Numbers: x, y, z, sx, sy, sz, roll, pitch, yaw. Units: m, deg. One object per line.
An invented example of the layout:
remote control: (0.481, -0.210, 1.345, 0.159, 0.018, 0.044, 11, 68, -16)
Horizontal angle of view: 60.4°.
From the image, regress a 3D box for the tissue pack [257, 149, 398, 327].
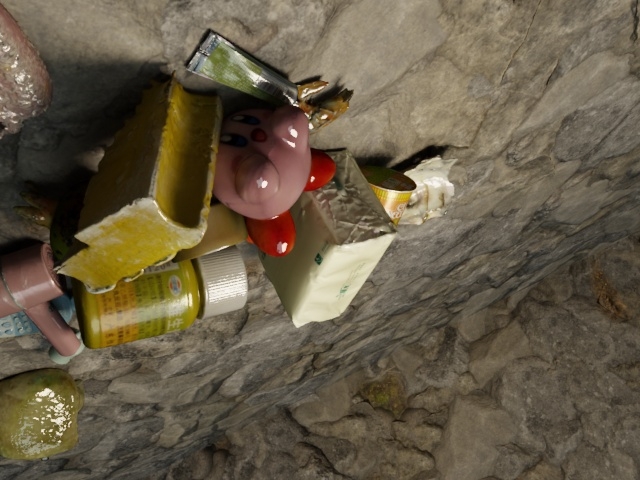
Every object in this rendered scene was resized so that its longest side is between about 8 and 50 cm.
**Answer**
tissue pack: (0.000, 0.000, 1.401, 0.207, 0.297, 0.380, -11, 146, -29)

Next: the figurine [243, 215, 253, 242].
figurine: (-0.179, -0.045, 1.340, 0.068, 0.140, 0.075, -31, 151, 0)

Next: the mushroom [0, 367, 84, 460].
mushroom: (-0.828, 0.517, 1.638, 0.292, 0.217, 0.212, 12, 129, -48)

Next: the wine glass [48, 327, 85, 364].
wine glass: (-0.663, 0.259, 1.496, 0.195, 0.079, 0.079, -42, 148, 26)

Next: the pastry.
pastry: (-0.464, -0.254, 0.801, 0.112, 0.103, 0.265, 1, 150, -13)

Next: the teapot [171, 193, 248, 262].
teapot: (-0.278, -0.055, 1.212, 0.185, 0.175, 0.268, -17, -174, 31)

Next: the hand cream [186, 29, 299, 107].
hand cream: (-0.132, -0.313, 1.046, 0.235, 0.055, 0.086, 16, 128, -41)

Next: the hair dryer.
hair dryer: (-0.659, 0.176, 1.255, 0.210, 0.125, 0.352, -22, 137, -12)

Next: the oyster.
oyster: (0.258, -0.133, 1.578, 0.271, 0.100, 0.275, 12, 111, -14)

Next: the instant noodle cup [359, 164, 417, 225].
instant noodle cup: (0.150, -0.084, 1.462, 0.168, 0.168, 0.185, -5, 122, -34)

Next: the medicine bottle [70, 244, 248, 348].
medicine bottle: (-0.390, 0.117, 1.343, 0.384, 0.224, 0.224, -11, 147, -29)

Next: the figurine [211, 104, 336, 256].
figurine: (-0.128, -0.148, 1.130, 0.269, 0.211, 0.261, -62, 156, -19)

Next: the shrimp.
shrimp: (-0.015, -0.283, 1.178, 0.187, 0.051, 0.132, -28, 151, 9)

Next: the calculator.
calculator: (-0.722, 0.174, 1.349, 0.303, 0.042, 0.188, -11, 147, -25)

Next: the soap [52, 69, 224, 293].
soap: (-0.331, -0.110, 1.005, 0.304, 0.338, 0.169, -24, 138, 28)

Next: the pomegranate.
pomegranate: (-0.465, -0.043, 1.099, 0.198, 0.246, 0.198, -54, 179, -2)
